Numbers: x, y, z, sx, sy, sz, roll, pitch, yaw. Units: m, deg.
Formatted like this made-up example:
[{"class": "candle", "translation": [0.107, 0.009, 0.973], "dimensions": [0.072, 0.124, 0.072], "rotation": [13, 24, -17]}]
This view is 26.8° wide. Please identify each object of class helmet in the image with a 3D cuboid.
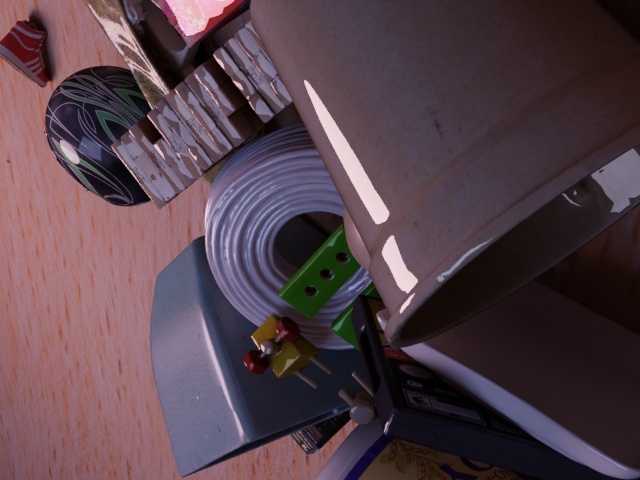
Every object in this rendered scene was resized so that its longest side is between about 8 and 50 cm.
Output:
[{"class": "helmet", "translation": [-0.259, -0.138, 1.679], "dimensions": [0.169, 0.169, 0.161], "rotation": [18, 152, 41]}]

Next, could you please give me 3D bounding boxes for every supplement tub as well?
[{"class": "supplement tub", "translation": [0.161, 0.371, 1.598], "dimensions": [0.331, 0.241, 0.241], "rotation": [35, 145, 23]}]

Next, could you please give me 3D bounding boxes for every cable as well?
[{"class": "cable", "translation": [0.000, 0.000, 1.450], "dimensions": [0.257, 0.089, 0.257], "rotation": [-10, 118, 11]}]

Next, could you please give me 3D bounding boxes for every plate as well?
[{"class": "plate", "translation": [0.226, 0.124, 1.240], "dimensions": [0.277, 0.278, 0.045], "rotation": [29, 114, 30]}]

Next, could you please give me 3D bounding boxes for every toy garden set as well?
[{"class": "toy garden set", "translation": [0.059, 0.109, 1.431], "dimensions": [0.244, 0.049, 0.204], "rotation": [35, 117, -15]}]

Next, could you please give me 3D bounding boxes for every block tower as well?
[{"class": "block tower", "translation": [-0.075, -0.161, 1.381], "dimensions": [0.335, 0.091, 0.097], "rotation": [-33, 98, 38]}]

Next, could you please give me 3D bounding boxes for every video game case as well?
[{"class": "video game case", "translation": [0.173, 0.147, 1.270], "dimensions": [0.275, 0.248, 0.035], "rotation": [16, 109, -12]}]

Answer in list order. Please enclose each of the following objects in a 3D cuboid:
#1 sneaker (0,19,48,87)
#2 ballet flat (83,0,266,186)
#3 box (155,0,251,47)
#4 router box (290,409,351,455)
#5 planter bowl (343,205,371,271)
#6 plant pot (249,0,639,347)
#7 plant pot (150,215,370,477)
[{"class": "sneaker", "translation": [-0.396, -0.259, 1.849], "dimensions": [0.042, 0.067, 0.118], "rotation": [32, 174, 24]}, {"class": "ballet flat", "translation": [-0.150, -0.197, 1.530], "dimensions": [0.348, 0.123, 0.123], "rotation": [55, 148, -5]}, {"class": "box", "translation": [-0.074, -0.306, 1.302], "dimensions": [0.128, 0.122, 0.257], "rotation": [54, 148, -7]}, {"class": "router box", "translation": [-0.018, 0.212, 1.802], "dimensions": [0.122, 0.092, 0.038], "rotation": [50, 149, 2]}, {"class": "planter bowl", "translation": [0.088, -0.020, 1.305], "dimensions": [0.162, 0.162, 0.109], "rotation": [53, 152, -4]}, {"class": "plant pot", "translation": [0.112, -0.130, 1.107], "dimensions": [0.305, 0.334, 0.334], "rotation": [56, 150, 13]}, {"class": "plant pot", "translation": [-0.072, 0.113, 1.641], "dimensions": [0.248, 0.247, 0.252], "rotation": [-37, 73, 59]}]
